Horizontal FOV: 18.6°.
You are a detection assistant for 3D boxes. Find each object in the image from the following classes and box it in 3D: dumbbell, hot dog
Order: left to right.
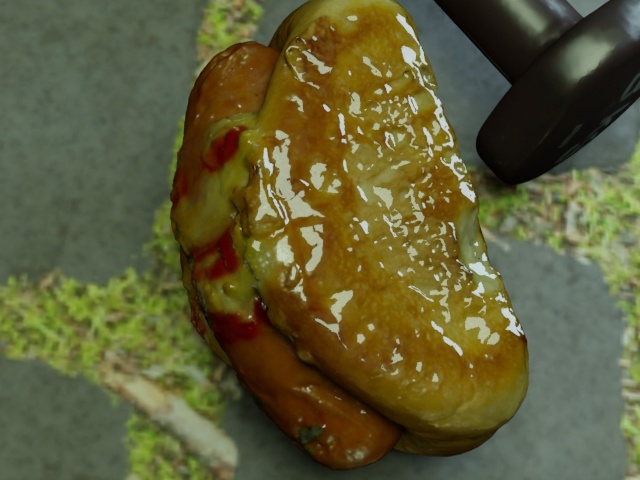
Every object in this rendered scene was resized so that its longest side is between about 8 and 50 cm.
[{"bbox_3d":[0.000,0.000,1.027,0.153,0.150,0.257,-16,80,-14],"label":"hot dog"},{"bbox_3d":[0.088,-0.151,1.108,0.225,0.140,0.124,50,42,12],"label":"dumbbell"}]
